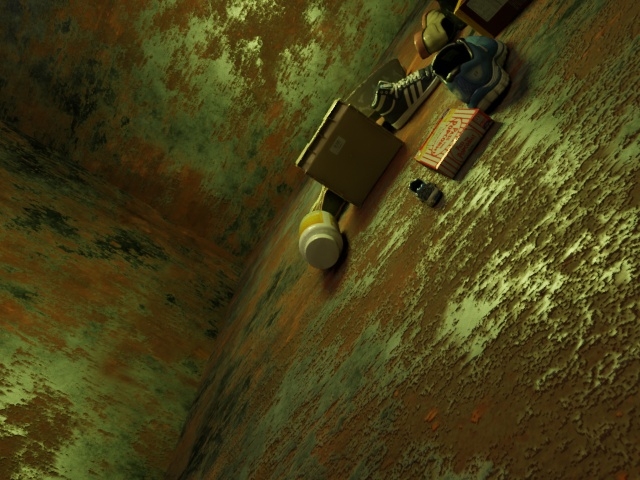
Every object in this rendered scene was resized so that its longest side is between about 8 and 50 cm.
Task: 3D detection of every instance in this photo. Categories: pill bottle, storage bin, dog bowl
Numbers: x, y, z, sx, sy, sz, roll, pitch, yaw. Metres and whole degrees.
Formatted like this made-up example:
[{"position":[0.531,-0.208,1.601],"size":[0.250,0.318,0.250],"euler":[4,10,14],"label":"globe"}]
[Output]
[{"position":[0.000,0.000,1.450],"size":[0.136,0.136,0.246],"euler":[-55,12,14],"label":"pill bottle"},{"position":[0.090,-0.287,1.515],"size":[0.262,0.260,0.123],"euler":[-56,16,12],"label":"storage bin"},{"position":[0.199,-0.533,1.776],"size":[0.348,0.102,0.349],"euler":[-41,0,0],"label":"dog bowl"}]

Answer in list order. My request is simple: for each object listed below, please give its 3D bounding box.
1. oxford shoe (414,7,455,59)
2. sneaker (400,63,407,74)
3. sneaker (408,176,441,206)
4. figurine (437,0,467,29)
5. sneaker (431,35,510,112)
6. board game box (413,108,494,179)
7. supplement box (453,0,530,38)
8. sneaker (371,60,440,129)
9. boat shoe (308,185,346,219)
[{"position":[0.453,-0.793,1.729],"size":[0.130,0.123,0.348],"euler":[-14,38,35],"label":"oxford shoe"},{"position":[0.270,-0.641,2.040],"size":[0.297,0.111,0.129],"euler":[-53,19,31],"label":"sneaker"},{"position":[0.224,-0.119,1.027],"size":[0.052,0.058,0.135],"euler":[-56,11,9],"label":"sneaker"},{"position":[0.460,-0.875,1.583],"size":[0.215,0.209,0.092],"euler":[-61,12,-14],"label":"figurine"},{"position":[0.346,-0.423,1.076],"size":[0.130,0.147,0.330],"euler":[-49,14,36],"label":"sneaker"},{"position":[0.293,-0.223,1.039],"size":[0.147,0.045,0.193],"euler":[-56,12,11],"label":"board game box"},{"position":[0.481,-0.679,1.204],"size":[0.194,0.129,0.191],"euler":[-39,22,58],"label":"supplement box"},{"position":[0.287,-0.521,1.538],"size":[0.282,0.153,0.099],"euler":[-50,15,33],"label":"sneaker"},{"position":[0.061,-0.184,1.748],"size":[0.120,0.122,0.324],"euler":[-12,56,67],"label":"boat shoe"}]
